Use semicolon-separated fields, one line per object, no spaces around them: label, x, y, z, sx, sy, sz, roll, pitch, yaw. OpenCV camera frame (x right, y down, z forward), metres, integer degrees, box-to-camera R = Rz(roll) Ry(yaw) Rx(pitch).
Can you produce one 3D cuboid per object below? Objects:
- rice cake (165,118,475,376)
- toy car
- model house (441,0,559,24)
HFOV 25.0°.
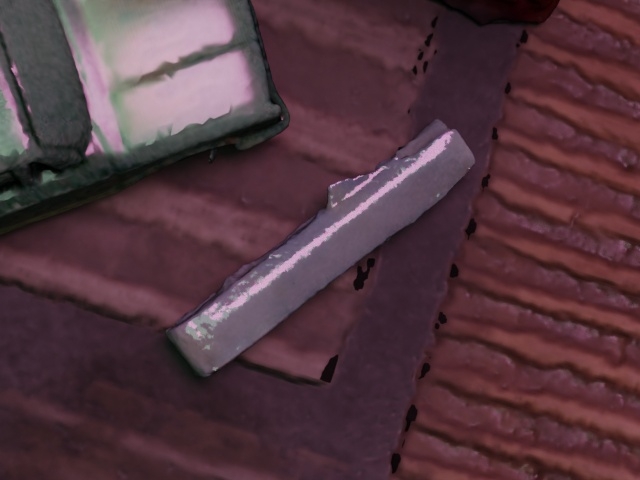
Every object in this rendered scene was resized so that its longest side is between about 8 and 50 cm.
rice cake;0.000;0.000;0.724;0.180;0.030;0.042;-38;101;-8
toy car;-0.180;-0.061;0.684;0.320;0.097;0.141;-19;86;-6
model house;0.080;-0.235;0.649;0.160;0.254;0.196;18;81;1
